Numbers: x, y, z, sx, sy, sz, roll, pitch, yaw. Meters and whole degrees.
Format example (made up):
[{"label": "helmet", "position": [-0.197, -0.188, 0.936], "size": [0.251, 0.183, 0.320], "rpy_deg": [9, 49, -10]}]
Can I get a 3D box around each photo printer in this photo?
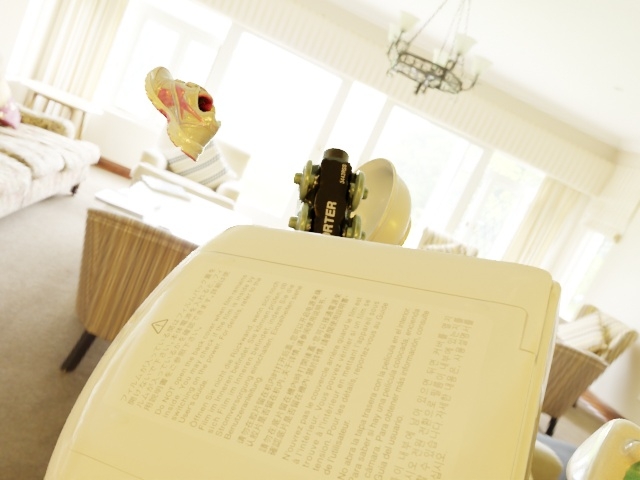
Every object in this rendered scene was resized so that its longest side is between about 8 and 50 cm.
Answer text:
[{"label": "photo printer", "position": [-0.015, 0.109, 0.388], "size": [0.307, 0.256, 0.107], "rpy_deg": [8, -41, 25]}]

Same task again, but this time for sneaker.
[{"label": "sneaker", "position": [-0.279, -0.284, 1.185], "size": [0.252, 0.111, 0.103], "rpy_deg": [57, 7, 24]}]

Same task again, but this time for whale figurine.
[{"label": "whale figurine", "position": [0.527, 0.444, 1.003], "size": [0.141, 0.216, 0.272], "rpy_deg": [39, 32, 16]}]

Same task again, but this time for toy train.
[{"label": "toy train", "position": [0.000, 0.000, 1.040], "size": [0.142, 0.334, 0.190], "rpy_deg": [11, -22, -7]}]

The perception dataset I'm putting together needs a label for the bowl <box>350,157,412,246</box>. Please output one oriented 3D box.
[{"label": "bowl", "position": [0.125, -0.041, 1.368], "size": [0.134, 0.298, 0.298], "rpy_deg": [31, 6, -24]}]
